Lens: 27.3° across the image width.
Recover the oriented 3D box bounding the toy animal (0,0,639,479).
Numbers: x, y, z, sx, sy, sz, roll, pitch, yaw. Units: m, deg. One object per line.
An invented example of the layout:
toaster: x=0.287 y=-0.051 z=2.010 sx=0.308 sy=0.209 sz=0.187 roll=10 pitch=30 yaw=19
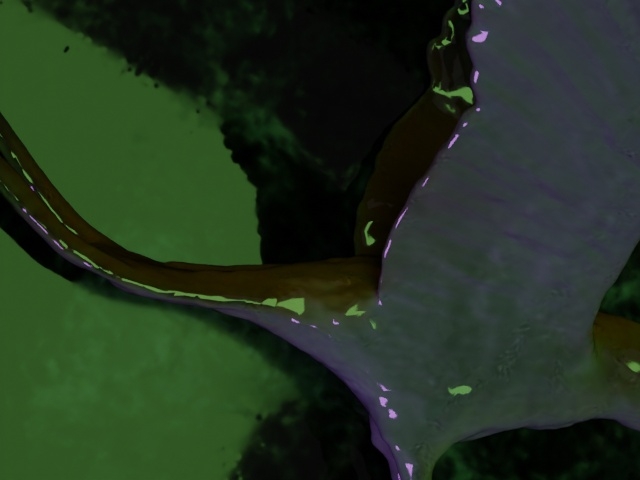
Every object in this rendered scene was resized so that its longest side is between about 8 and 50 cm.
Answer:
toy animal: x=0.008 y=0.022 z=0.539 sx=0.284 sy=0.225 sz=0.302 roll=-14 pitch=102 yaw=0
